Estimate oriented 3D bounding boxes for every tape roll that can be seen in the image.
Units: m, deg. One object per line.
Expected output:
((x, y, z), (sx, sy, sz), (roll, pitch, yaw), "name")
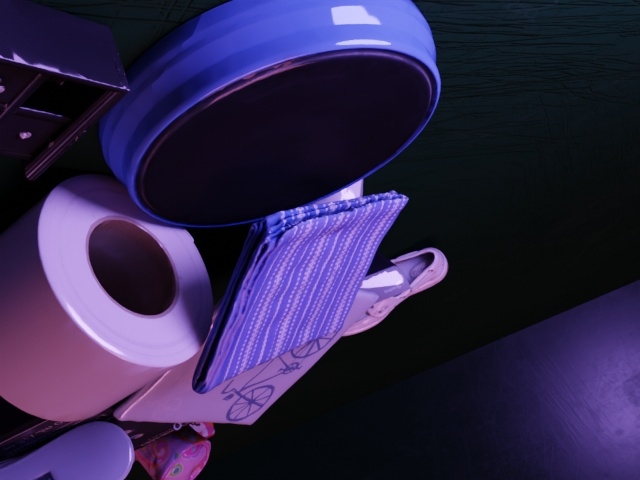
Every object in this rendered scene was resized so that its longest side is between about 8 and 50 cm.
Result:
((-0.270, 0.067, 1.011), (0.169, 0.246, 0.246), (-33, 158, 30), "tape roll")

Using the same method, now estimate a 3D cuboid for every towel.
((-0.015, 0.058, 1.096), (0.336, 0.040, 0.243), (-15, 135, -56), "towel")

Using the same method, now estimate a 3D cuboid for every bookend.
((-0.278, -0.129, 0.741), (0.156, 0.072, 0.157), (-33, 157, 30), "bookend")

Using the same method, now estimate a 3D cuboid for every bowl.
((-0.046, -0.132, 0.974), (0.391, 0.077, 0.391), (-19, 160, -7), "bowl")

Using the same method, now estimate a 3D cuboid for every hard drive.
((0.016, 0.088, 1.539), (0.255, 0.054, 0.172), (-20, -162, -8), "hard drive")

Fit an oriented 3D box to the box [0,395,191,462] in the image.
((-0.399, 0.222, 1.337), (0.294, 0.212, 0.395), (-28, 160, 15), "box")

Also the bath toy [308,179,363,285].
((0.000, 0.000, 1.307), (0.129, 0.151, 0.348), (5, 157, 5), "bath toy")

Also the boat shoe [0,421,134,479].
((-0.435, 0.357, 1.168), (0.367, 0.135, 0.156), (-24, 166, -25), "boat shoe")

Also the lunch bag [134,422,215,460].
((-0.396, 0.380, 1.831), (0.293, 0.120, 0.258), (-4, 179, -40), "lunch bag")

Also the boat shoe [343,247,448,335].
((0.121, 0.093, 1.727), (0.277, 0.098, 0.096), (-34, 159, 8), "boat shoe")

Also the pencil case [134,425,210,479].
((-0.332, 0.331, 1.582), (0.124, 0.284, 0.124), (-41, 151, -28), "pencil case")

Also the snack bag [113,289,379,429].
((-0.105, 0.163, 1.266), (0.323, 0.037, 0.342), (-46, 150, 16), "snack bag")
